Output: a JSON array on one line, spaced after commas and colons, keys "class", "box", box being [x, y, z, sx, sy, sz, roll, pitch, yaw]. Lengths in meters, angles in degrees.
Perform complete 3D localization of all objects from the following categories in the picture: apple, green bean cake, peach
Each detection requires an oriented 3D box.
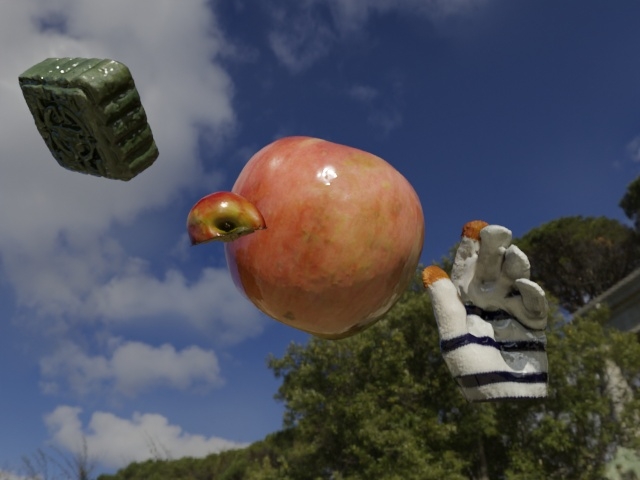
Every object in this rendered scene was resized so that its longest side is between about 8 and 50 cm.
[{"class": "apple", "box": [0.000, 0.000, 1.003, 0.363, 0.364, 0.364, 0, -37, 0]}, {"class": "green bean cake", "box": [-0.371, -0.191, 0.904, 0.184, 0.094, 0.184, 13, -45, 27]}, {"class": "peach", "box": [-0.113, -0.027, 0.671, 0.098, 0.062, 0.098, -12, 4, 1]}]

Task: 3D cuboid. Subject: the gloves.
[{"class": "gloves", "box": [0.214, 0.087, 0.709, 0.140, 0.219, 0.131, -11, -16, 26]}]
